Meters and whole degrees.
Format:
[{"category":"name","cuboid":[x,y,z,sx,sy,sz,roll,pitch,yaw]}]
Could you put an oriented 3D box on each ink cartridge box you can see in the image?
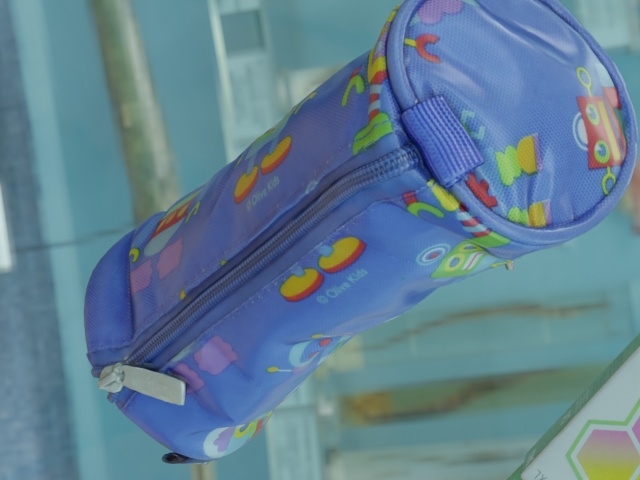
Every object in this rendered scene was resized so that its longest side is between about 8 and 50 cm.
[{"category":"ink cartridge box","cuboid":[0.202,0.148,1.277,0.109,0.209,0.062,42,11,3]}]

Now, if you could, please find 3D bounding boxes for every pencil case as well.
[{"category":"pencil case","cuboid":[0.000,0.000,0.876,0.133,0.306,0.119,-34,89,-42]}]

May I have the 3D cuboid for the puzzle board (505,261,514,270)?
[{"category":"puzzle board","cuboid":[0.086,-0.057,0.992,0.128,0.011,0.096,61,27,-55]}]
